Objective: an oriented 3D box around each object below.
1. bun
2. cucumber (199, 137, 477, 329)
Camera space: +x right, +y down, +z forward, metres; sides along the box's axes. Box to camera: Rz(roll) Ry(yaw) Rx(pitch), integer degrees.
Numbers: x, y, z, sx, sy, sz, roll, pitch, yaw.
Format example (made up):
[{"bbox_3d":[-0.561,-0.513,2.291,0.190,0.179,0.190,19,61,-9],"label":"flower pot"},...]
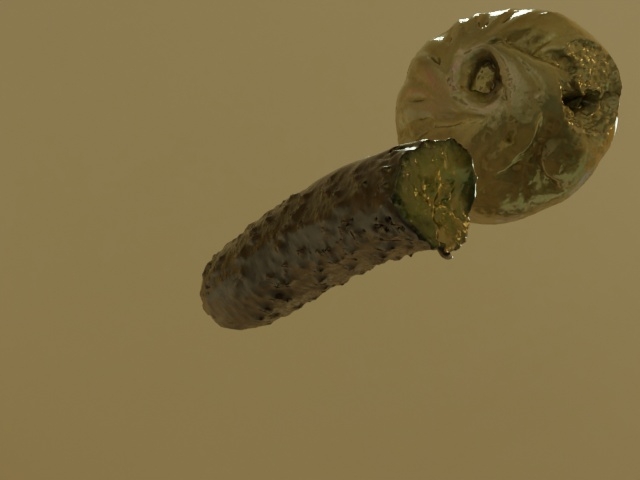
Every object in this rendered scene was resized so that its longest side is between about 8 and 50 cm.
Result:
[{"bbox_3d":[0.157,-0.113,1.585,0.193,0.178,0.128,-16,-23,23],"label":"bun"},{"bbox_3d":[0.000,0.000,1.209,0.072,0.081,0.303,21,-21,-24],"label":"cucumber"}]
